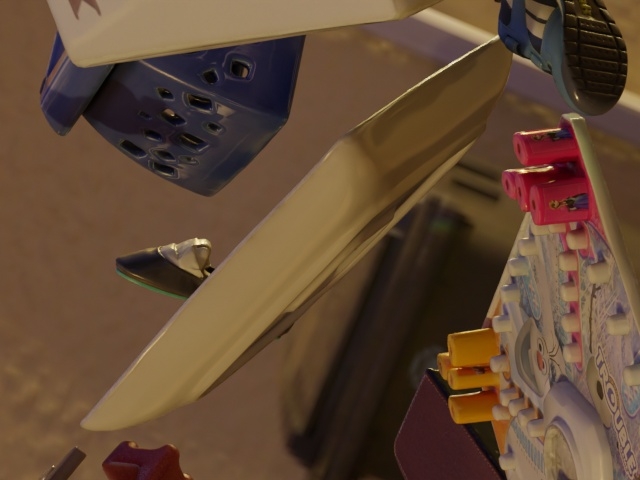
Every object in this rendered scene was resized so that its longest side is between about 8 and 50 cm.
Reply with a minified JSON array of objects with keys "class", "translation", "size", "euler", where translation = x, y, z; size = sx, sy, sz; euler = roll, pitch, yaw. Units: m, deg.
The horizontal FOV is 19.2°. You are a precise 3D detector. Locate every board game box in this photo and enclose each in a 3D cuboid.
[{"class":"board game box","translation":[0.175,0.171,1.356],"size":[0.390,0.050,0.390],"euler":[101,159,-61]}]

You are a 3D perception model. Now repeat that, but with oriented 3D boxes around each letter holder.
[{"class":"letter holder","translation":[0.202,0.317,2.068],"size":[0.302,0.152,0.214],"euler":[56,131,46]}]

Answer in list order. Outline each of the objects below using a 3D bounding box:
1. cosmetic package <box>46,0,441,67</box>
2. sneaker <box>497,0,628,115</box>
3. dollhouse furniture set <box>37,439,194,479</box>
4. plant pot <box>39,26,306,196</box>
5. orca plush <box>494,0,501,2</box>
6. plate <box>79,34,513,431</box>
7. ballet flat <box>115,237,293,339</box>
[{"class":"cosmetic package","translation":[0.035,-0.319,1.007],"size":[0.394,0.329,0.327],"euler":[-30,17,-30]},{"class":"sneaker","translation":[0.146,-0.128,1.171],"size":[0.059,0.053,0.144],"euler":[-47,44,39]},{"class":"dollhouse furniture set","translation":[-0.089,0.327,1.566],"size":[0.201,0.374,0.152],"euler":[-41,12,48]},{"class":"plant pot","translation":[-0.146,-0.207,1.874],"size":[0.236,0.212,0.236],"euler":[139,144,-63]},{"class":"orca plush","translation":[0.185,-0.282,1.641],"size":[0.151,0.102,0.287],"euler":[-30,-10,33]},{"class":"plate","translation":[0.000,0.000,1.182],"size":[0.278,0.045,0.277],"euler":[-46,-4,30]},{"class":"ballet flat","translation":[-0.114,0.038,2.000],"size":[0.074,0.203,0.074],"euler":[-60,15,27]}]
